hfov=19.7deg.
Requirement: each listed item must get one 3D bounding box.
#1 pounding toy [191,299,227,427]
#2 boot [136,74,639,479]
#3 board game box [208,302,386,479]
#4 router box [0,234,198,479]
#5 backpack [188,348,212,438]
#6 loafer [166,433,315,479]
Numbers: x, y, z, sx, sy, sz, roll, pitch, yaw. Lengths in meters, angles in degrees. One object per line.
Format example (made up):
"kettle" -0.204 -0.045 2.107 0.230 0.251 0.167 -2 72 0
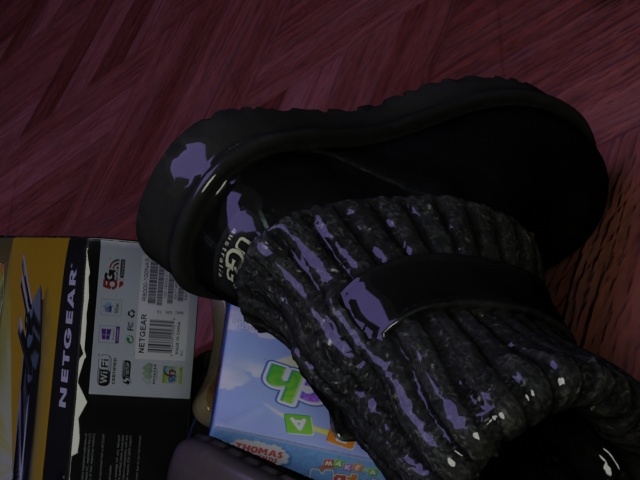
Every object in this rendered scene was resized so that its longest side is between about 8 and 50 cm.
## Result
"pounding toy" 0.000 0.000 1.220 0.155 0.154 0.269 -37 26 32
"boot" 0.100 0.035 0.968 0.260 0.348 0.131 38 123 34
"board game box" 0.021 0.068 1.067 0.211 0.160 0.039 -86 10 -55
"router box" -0.168 0.151 1.217 0.243 0.081 0.309 -1 84 65
"backpack" -0.083 0.141 1.249 0.114 0.084 0.105 -28 35 50
"loafer" 0.039 0.203 0.817 0.366 0.134 0.130 20 84 54
